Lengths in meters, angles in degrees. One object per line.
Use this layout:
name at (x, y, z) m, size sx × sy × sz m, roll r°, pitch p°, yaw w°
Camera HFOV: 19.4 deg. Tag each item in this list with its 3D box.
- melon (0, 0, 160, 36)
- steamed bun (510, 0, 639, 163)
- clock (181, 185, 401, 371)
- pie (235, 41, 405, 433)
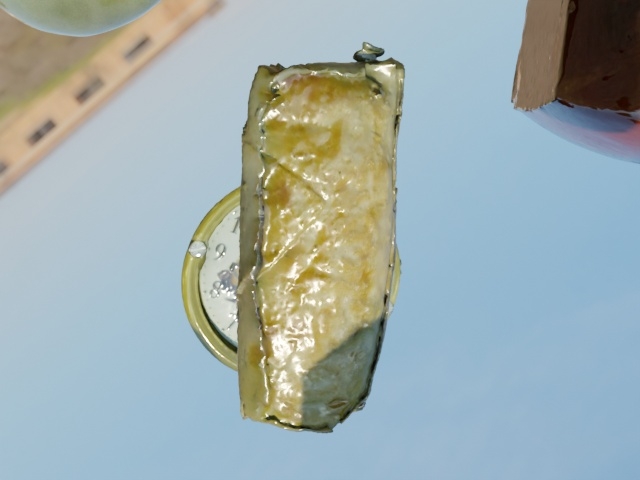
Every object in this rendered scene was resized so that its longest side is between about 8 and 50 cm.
melon at (-0.244, -0.337, 1.825) m, size 0.272 × 0.308 × 0.272 m, roll -4°, pitch -136°, yaw 4°
steamed bun at (0.329, -0.186, 1.762) m, size 0.379 × 0.248 × 0.235 m, roll -153°, pitch -107°, yaw -86°
clock at (-0.033, 0.034, 1.977) m, size 0.237 × 0.237 × 0.057 m, roll -40°, pitch -161°, yaw 3°
pie at (0.000, 0.000, 1.331) m, size 0.128 × 0.282 × 0.068 m, roll -2°, pitch -167°, yaw -22°
